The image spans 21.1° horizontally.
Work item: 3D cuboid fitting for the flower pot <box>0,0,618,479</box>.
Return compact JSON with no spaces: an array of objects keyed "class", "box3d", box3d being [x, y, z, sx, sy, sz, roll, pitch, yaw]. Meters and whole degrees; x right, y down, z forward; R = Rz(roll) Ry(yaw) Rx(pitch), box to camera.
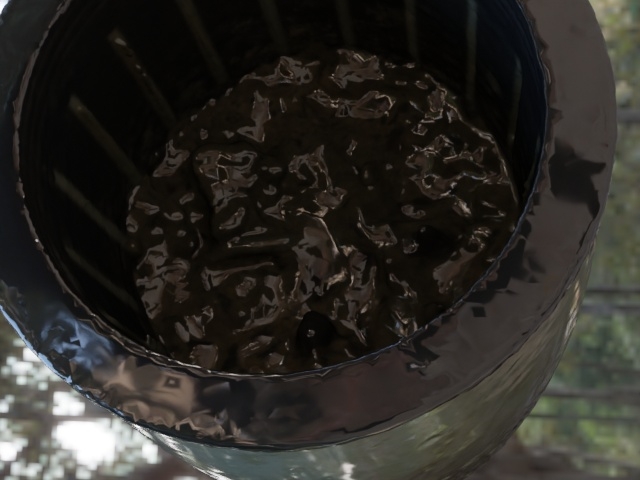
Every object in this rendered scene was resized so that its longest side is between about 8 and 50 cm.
[{"class":"flower pot","box3d":[0.000,0.000,0.898,0.330,0.293,0.294,71,-155,-69]}]
